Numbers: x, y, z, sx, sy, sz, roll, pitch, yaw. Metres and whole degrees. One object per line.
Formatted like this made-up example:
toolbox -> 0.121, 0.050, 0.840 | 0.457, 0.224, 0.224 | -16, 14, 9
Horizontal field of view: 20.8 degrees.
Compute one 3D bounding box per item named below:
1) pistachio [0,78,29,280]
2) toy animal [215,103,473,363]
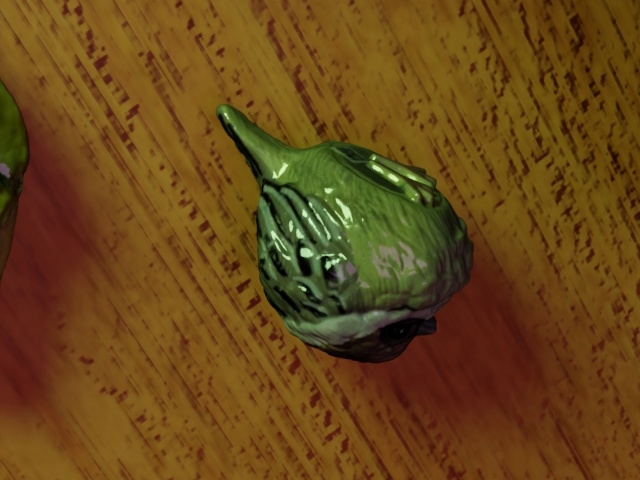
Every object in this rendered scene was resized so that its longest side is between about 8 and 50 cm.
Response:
pistachio -> -0.165, -0.029, 0.748 | 0.089, 0.049, 0.173 | -4, 111, 7
toy animal -> 0.000, 0.000, 0.801 | 0.137, 0.098, 0.098 | 26, 97, -2
